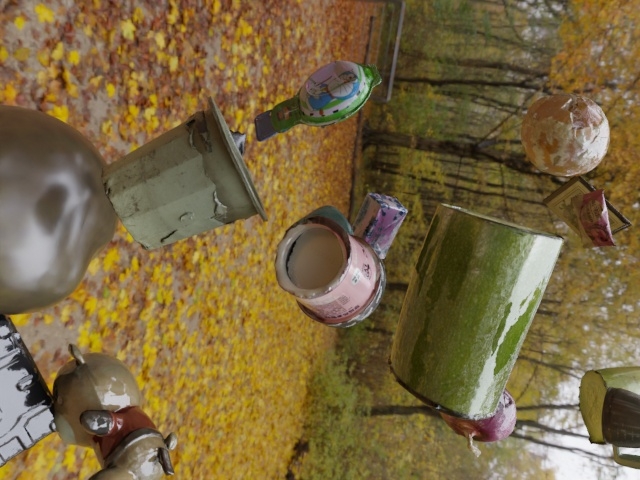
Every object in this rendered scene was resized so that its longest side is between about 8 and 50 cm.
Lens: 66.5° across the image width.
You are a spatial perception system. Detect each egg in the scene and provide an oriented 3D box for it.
[{"bbox_3d":[0.596,-0.253,1.190,0.195,0.233,0.195,-47,-159,24],"label":"egg"}]

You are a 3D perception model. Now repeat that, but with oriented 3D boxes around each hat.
[{"bbox_3d":[0.000,0.000,1.146,0.138,0.190,0.078,57,23,7],"label":"hat"}]

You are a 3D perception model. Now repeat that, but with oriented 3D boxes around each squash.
[{"bbox_3d":[0.632,0.295,0.973,0.137,0.287,0.138,169,-90,-69],"label":"squash"},{"bbox_3d":[0.307,0.135,1.021,0.263,0.262,0.385,-46,152,-78],"label":"squash"}]

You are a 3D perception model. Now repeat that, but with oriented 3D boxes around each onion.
[{"bbox_3d":[0.441,0.459,1.366,0.200,0.207,0.201,-26,142,-23],"label":"onion"}]

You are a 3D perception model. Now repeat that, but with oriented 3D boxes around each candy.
[{"bbox_3d":[0.132,-0.030,1.163,0.073,0.092,0.160,58,-46,45],"label":"candy"}]

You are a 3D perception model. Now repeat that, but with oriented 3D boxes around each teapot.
[{"bbox_3d":[0.514,0.302,0.791,0.092,0.090,0.124,-51,124,-32],"label":"teapot"}]

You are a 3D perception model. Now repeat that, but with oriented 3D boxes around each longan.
[{"bbox_3d":[-0.571,-0.065,0.908,0.336,0.404,0.405,-35,-160,31],"label":"longan"}]

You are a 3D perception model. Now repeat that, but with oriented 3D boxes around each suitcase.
[{"bbox_3d":[-0.621,0.292,0.891,0.206,0.066,0.286,-32,126,-36],"label":"suitcase"}]

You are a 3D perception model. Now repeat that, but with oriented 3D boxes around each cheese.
[{"bbox_3d":[-0.014,-0.325,1.143,0.083,0.320,0.204,54,19,-51],"label":"cheese"}]

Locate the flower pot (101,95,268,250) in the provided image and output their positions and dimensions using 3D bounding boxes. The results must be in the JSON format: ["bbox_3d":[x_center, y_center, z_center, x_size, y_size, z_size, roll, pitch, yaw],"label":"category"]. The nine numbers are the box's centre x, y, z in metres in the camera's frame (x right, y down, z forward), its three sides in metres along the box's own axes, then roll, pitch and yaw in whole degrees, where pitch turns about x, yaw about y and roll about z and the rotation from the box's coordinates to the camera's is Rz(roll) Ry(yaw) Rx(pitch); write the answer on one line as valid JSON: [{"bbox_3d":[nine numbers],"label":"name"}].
[{"bbox_3d":[-0.209,-0.084,0.758,0.213,0.202,0.212,62,-5,9],"label":"flower pot"}]

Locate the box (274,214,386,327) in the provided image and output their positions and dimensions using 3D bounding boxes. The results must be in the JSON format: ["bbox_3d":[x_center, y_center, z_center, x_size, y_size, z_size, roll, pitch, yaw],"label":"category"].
[{"bbox_3d":[0.009,0.044,0.742,0.135,0.151,0.151,44,54,-57],"label":"box"}]

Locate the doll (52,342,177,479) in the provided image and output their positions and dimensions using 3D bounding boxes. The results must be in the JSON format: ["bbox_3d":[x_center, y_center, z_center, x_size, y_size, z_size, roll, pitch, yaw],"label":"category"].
[{"bbox_3d":[-0.392,0.348,0.920,0.174,0.330,0.235,-29,146,-26],"label":"doll"}]

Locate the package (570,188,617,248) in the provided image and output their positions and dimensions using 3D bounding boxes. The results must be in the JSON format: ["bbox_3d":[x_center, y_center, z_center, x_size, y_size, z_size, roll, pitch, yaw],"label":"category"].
[{"bbox_3d":[0.394,-0.029,0.708,0.059,0.029,0.084,160,-82,-71],"label":"package"}]

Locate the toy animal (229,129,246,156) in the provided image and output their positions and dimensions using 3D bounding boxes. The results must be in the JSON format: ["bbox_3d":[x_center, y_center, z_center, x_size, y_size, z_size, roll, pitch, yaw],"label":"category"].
[{"bbox_3d":[-0.259,-0.163,1.021,0.218,0.116,0.179,-33,-176,-29],"label":"toy animal"}]

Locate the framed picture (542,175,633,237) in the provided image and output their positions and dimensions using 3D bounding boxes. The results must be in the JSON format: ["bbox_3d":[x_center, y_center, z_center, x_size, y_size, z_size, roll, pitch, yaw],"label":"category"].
[{"bbox_3d":[0.755,-0.081,1.402,0.010,0.199,0.195,-39,169,-16],"label":"framed picture"}]
